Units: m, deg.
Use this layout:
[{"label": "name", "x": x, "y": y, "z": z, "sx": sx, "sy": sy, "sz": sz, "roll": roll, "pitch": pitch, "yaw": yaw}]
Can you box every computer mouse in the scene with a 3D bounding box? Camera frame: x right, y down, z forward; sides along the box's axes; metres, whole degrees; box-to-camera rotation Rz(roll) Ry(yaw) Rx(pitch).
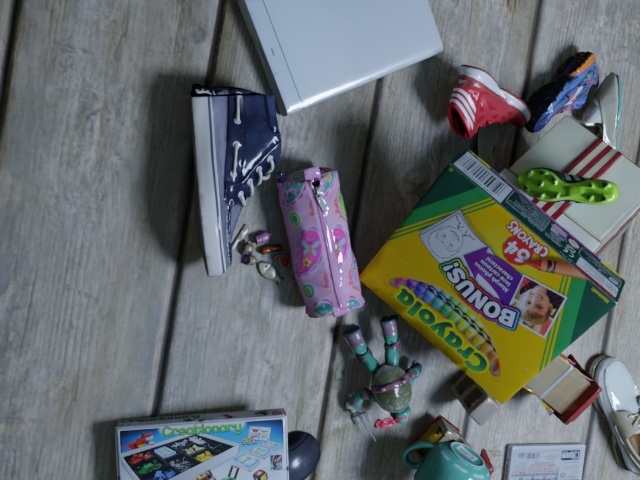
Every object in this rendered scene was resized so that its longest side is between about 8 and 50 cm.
[{"label": "computer mouse", "x": -0.101, "y": 0.491, "z": 1.499, "sx": 0.262, "sy": 0.060, "sz": 0.184, "roll": -19, "pitch": 100, "yaw": -18}]

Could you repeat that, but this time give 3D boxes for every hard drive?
[{"label": "hard drive", "x": 0.045, "y": -0.408, "z": 1.481, "sx": 0.353, "sy": 0.047, "sz": 0.233, "roll": -25, "pitch": 103, "yaw": -17}]

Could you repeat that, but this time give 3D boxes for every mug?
[{"label": "mug", "x": 0.247, "y": 0.443, "z": 1.499, "sx": 0.157, "sy": 0.129, "sz": 0.097, "roll": 24, "pitch": 104, "yaw": -17}]

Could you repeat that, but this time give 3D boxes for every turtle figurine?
[{"label": "turtle figurine", "x": 0.133, "y": 0.275, "z": 1.545, "sx": 0.175, "sy": 0.118, "sz": 0.234, "roll": -19, "pitch": 95, "yaw": -18}]

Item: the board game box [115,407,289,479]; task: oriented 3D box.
[{"label": "board game box", "x": -0.211, "y": 0.415, "z": 1.422, "sx": 0.305, "sy": 0.053, "sz": 0.193, "roll": -2, "pitch": 95, "yaw": -8}]

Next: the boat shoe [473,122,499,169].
[{"label": "boat shoe", "x": 0.337, "y": -0.193, "z": 1.614, "sx": 0.049, "sy": 0.042, "sz": 0.133, "roll": 13, "pitch": 76, "yaw": -16}]

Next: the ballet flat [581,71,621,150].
[{"label": "ballet flat", "x": 0.603, "y": -0.234, "z": 1.688, "sx": 0.086, "sy": 0.086, "sz": 0.248, "roll": -11, "pitch": 105, "yaw": -20}]

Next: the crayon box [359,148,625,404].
[{"label": "crayon box", "x": 0.299, "y": 0.071, "z": 1.423, "sx": 0.363, "sy": 0.313, "sz": 0.106, "roll": 41, "pitch": 35, "yaw": 8}]

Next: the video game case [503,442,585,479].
[{"label": "video game case", "x": 0.497, "y": 0.545, "z": 1.751, "sx": 0.201, "sy": 0.023, "sz": 0.184, "roll": 5, "pitch": 93, "yaw": -22}]

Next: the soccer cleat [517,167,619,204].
[{"label": "soccer cleat", "x": 0.443, "y": -0.092, "z": 1.401, "sx": 0.072, "sy": 0.178, "sz": 0.060, "roll": 4, "pitch": 98, "yaw": -59}]

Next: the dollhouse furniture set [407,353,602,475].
[{"label": "dollhouse furniture set", "x": 0.371, "y": 0.351, "z": 1.642, "sx": 0.201, "sy": 0.152, "sz": 0.374, "roll": 41, "pitch": 98, "yaw": -20}]

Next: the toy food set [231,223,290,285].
[{"label": "toy food set", "x": -0.104, "y": 0.025, "z": 1.477, "sx": 0.122, "sy": 0.019, "sz": 0.078, "roll": 33, "pitch": 83, "yaw": -20}]

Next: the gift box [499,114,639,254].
[{"label": "gift box", "x": 0.471, "y": -0.036, "z": 1.546, "sx": 0.258, "sy": 0.276, "sz": 0.255, "roll": -41, "pitch": 64, "yaw": -16}]

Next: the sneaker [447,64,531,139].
[{"label": "sneaker", "x": 0.325, "y": -0.249, "z": 1.566, "sx": 0.221, "sy": 0.087, "sz": 0.128, "roll": 26, "pitch": 92, "yaw": -37}]

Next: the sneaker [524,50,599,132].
[{"label": "sneaker", "x": 0.518, "y": -0.301, "z": 1.654, "sx": 0.221, "sy": 0.083, "sz": 0.087, "roll": -44, "pitch": 113, "yaw": -9}]

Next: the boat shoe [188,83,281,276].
[{"label": "boat shoe", "x": -0.143, "y": -0.109, "z": 1.391, "sx": 0.158, "sy": 0.127, "sz": 0.341, "roll": -4, "pitch": 96, "yaw": -13}]

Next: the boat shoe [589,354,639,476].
[{"label": "boat shoe", "x": 0.705, "y": 0.398, "z": 1.772, "sx": 0.113, "sy": 0.103, "sz": 0.302, "roll": -29, "pitch": 104, "yaw": -16}]

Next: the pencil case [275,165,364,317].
[{"label": "pencil case", "x": 0.000, "y": 0.000, "z": 1.461, "sx": 0.124, "sy": 0.124, "sz": 0.284, "roll": -15, "pitch": 101, "yaw": -19}]
